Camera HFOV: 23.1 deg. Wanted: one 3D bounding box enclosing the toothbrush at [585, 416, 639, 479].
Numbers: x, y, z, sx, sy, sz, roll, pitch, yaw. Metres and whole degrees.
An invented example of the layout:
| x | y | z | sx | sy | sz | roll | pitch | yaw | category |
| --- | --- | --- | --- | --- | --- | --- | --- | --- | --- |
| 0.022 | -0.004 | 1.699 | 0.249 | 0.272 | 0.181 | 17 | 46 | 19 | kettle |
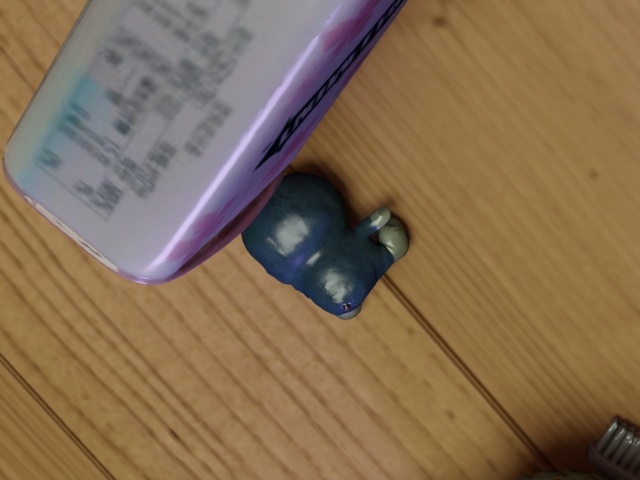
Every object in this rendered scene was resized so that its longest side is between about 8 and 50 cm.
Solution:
| x | y | z | sx | sy | sz | roll | pitch | yaw | category |
| --- | --- | --- | --- | --- | --- | --- | --- | --- | --- |
| 0.297 | 0.197 | 0.820 | 0.354 | 0.024 | 0.029 | 32 | 114 | 6 | toothbrush |

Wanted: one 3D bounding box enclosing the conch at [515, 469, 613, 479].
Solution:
| x | y | z | sx | sy | sz | roll | pitch | yaw | category |
| --- | --- | --- | --- | --- | --- | --- | --- | --- | --- |
| 0.132 | 0.187 | 0.819 | 0.200 | 0.131 | 0.172 | 38 | 172 | 47 | conch |

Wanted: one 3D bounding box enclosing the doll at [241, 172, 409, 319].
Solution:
| x | y | z | sx | sy | sz | roll | pitch | yaw | category |
| --- | --- | --- | --- | --- | --- | --- | --- | --- | --- |
| 0.000 | 0.000 | 0.830 | 0.083 | 0.050 | 0.076 | 41 | 119 | 1 | doll |

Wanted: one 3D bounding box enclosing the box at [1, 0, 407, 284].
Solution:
| x | y | z | sx | sy | sz | roll | pitch | yaw | category |
| --- | --- | --- | --- | --- | --- | --- | --- | --- | --- |
| 0.015 | -0.159 | 0.662 | 0.112 | 0.190 | 0.370 | 39 | 124 | 0 | box |
